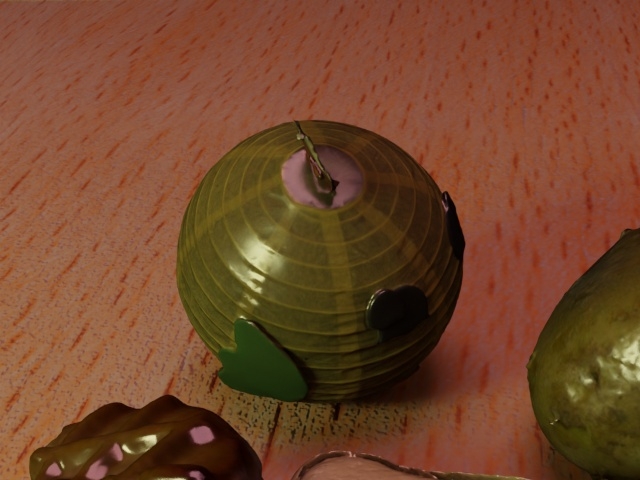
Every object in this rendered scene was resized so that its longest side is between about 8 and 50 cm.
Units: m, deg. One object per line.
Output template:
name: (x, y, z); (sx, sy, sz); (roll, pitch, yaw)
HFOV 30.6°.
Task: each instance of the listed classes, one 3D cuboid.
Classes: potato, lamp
potato: (0.277, 0.078, 0.913); (0.173, 0.210, 0.307); (48, 33, 6)
lamp: (0.000, 0.000, 0.981); (0.250, 0.284, 0.250); (0, 53, 0)

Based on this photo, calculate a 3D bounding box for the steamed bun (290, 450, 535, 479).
steamed bun: (0.057, 0.224, 0.716); (0.231, 0.110, 0.212); (5, 19, 29)

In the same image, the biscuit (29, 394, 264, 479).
biscuit: (-0.158, 0.217, 0.657); (0.268, 0.115, 0.366); (-14, 20, 37)
